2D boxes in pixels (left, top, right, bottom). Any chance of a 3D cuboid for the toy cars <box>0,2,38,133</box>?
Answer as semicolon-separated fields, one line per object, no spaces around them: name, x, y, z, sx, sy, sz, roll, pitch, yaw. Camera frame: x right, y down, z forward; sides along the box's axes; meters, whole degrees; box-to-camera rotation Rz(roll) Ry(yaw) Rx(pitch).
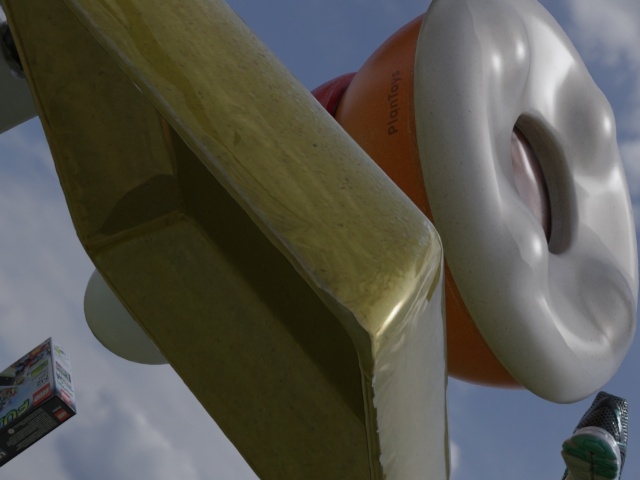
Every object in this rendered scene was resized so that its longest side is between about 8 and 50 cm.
toy cars;-0.340;-0.211;1.274;0.394;0.087;0.176;26;-63;5

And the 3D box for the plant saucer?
plant saucer;-0.035;0.005;0.944;0.333;0.081;0.333;48;-19;29

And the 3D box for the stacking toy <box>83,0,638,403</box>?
stacking toy;0.000;0.000;1.560;0.480;0.350;0.350;-14;-55;29

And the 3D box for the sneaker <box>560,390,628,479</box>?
sneaker;0.246;0.192;1.617;0.065;0.076;0.166;20;-31;12

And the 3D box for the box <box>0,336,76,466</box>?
box;-0.356;0.200;1.972;0.036;0.207;0.114;49;10;-30
